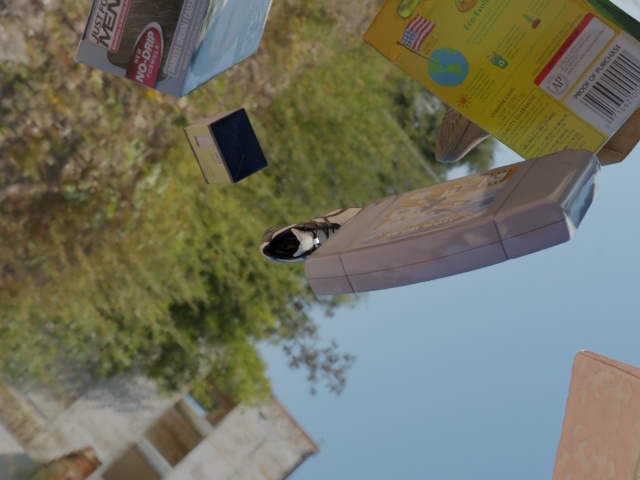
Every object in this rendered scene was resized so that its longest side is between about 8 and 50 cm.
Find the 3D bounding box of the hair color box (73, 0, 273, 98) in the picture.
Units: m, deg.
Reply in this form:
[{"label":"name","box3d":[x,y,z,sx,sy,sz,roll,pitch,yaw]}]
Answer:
[{"label":"hair color box","box3d":[-0.124,-0.281,1.131,0.374,0.113,0.185,-63,173,-71]}]

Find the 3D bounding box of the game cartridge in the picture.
[{"label":"game cartridge","box3d":[0.136,-0.016,1.130,0.297,0.062,0.198,-14,-169,30]}]

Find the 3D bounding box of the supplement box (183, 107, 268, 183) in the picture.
[{"label":"supplement box","box3d":[-0.124,-0.121,1.383,0.056,0.083,0.083,-30,-163,-27]}]

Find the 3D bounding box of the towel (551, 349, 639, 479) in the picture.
[{"label":"towel","box3d":[0.461,0.361,1.642,0.317,0.053,0.332,-163,-97,-69]}]

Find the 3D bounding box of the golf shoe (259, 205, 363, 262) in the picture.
[{"label":"golf shoe","box3d":[0.000,0.000,1.651,0.198,0.077,0.094,-16,-174,9]}]

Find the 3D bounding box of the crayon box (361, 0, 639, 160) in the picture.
[{"label":"crayon box","box3d":[0.236,-0.238,1.287,0.202,0.318,0.081,-53,-178,33]}]

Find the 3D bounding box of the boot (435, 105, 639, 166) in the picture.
[{"label":"boot","box3d":[0.338,-0.167,1.654,0.236,0.269,0.089,119,-14,-51]}]
